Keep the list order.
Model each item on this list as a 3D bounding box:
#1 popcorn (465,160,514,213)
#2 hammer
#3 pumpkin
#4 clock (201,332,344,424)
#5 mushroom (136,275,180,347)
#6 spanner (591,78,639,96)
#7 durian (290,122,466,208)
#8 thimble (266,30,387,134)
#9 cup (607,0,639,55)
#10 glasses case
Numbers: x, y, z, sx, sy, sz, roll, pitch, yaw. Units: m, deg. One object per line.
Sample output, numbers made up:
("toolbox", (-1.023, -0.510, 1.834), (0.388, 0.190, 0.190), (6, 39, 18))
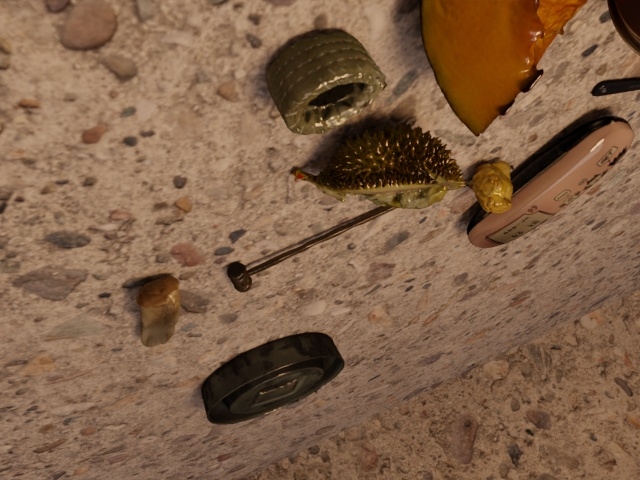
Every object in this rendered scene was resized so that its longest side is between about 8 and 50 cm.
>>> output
("popcorn", (0.255, -0.083, 0.951), (0.084, 0.084, 0.084), (-20, 154, -11))
("hammer", (0.000, 0.000, 0.923), (0.292, 0.029, 0.058), (-25, 156, -6))
("pumpkin", (0.198, -0.256, 0.547), (0.169, 0.148, 0.312), (-54, -178, -33))
("clock", (-0.103, 0.304, 1.344), (0.319, 0.066, 0.319), (-21, 153, -11))
("mushroom", (-0.235, 0.110, 0.896), (0.059, 0.054, 0.202), (-9, 155, -19))
("spanner", (0.487, -0.235, 0.930), (0.208, 0.012, 0.046), (-13, 152, -25))
("durian", (0.068, -0.089, 0.753), (0.208, 0.102, 0.146), (-2, 173, 6))
("thimble", (0.007, -0.153, 0.599), (0.110, 0.062, 0.084), (-20, 156, -11))
("cup", (0.434, -0.268, 0.641), (0.280, 0.196, 0.196), (-11, 152, -45))
("glasses case", (0.376, -0.088, 1.029), (0.122, 0.075, 0.314), (8, 139, -44))
